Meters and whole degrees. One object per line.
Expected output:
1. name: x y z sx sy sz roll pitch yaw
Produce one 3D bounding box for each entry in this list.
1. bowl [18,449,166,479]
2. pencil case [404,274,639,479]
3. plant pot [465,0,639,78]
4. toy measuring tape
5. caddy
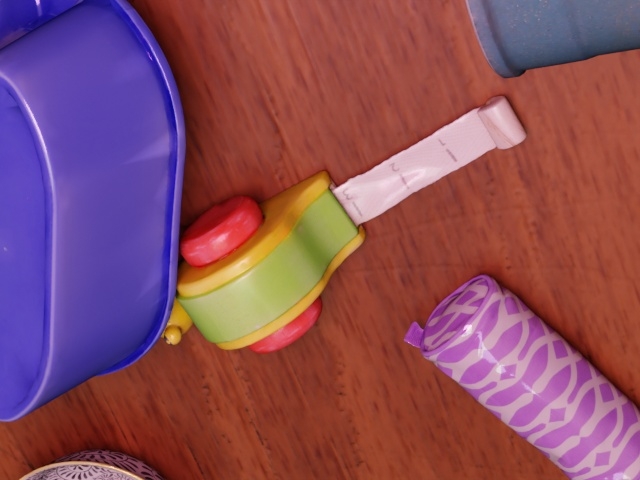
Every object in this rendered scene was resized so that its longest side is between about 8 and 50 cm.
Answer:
1. bowl: -0.182 0.236 1.304 0.170 0.080 0.170 4 117 7
2. pencil case: 0.169 0.117 1.189 0.206 0.086 0.088 44 139 -12
3. plant pot: 0.212 -0.232 0.817 0.255 0.271 0.271 -3 116 17
4. toy measuring tape: 0.000 0.000 1.135 0.330 0.121 0.121 -27 110 21
5. caddy: -0.221 -0.039 1.120 0.241 0.179 0.341 21 121 24
